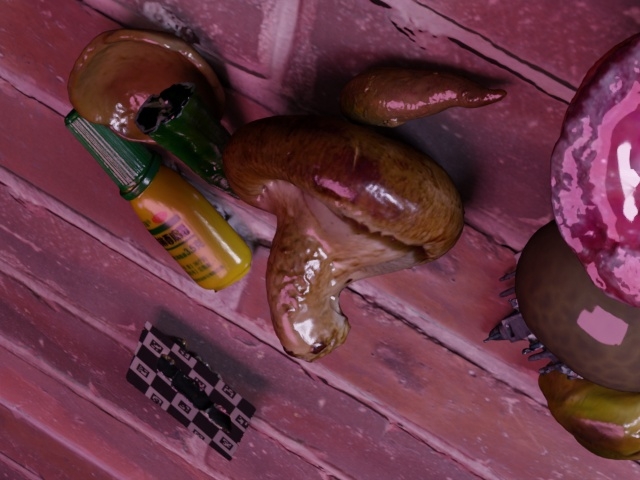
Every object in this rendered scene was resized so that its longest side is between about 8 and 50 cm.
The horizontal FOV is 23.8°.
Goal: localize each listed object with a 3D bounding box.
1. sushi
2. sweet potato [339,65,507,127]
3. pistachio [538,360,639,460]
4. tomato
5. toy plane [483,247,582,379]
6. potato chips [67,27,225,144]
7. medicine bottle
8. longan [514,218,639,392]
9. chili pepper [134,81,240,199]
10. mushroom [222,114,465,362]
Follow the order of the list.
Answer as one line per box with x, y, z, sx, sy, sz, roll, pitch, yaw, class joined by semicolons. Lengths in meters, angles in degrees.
-0.187;0.218;2.325;0.215;0.050;0.192;38;144;9;sushi
0.090;-0.152;1.588;0.226;0.068;0.068;-1;132;41;sweet potato
0.334;0.204;1.768;0.189;0.100;0.110;16;138;27;pistachio
0.387;-0.063;1.330;0.335;0.176;0.289;21;123;25;tomato
0.238;0.095;1.744;0.234;0.082;0.160;-30;82;54;toy plane
-0.204;-0.193;1.810;0.195;0.062;0.208;6;145;11;potato chips
-0.213;-0.062;1.981;0.111;0.076;0.309;-24;113;46;medicine bottle
0.304;0.054;1.537;0.212;0.198;0.198;40;148;6;longan
-0.119;-0.105;1.820;0.088;0.059;0.227;-25;140;25;chili pepper
0.022;-0.030;1.665;0.267;0.254;0.267;-2;147;-1;mushroom
